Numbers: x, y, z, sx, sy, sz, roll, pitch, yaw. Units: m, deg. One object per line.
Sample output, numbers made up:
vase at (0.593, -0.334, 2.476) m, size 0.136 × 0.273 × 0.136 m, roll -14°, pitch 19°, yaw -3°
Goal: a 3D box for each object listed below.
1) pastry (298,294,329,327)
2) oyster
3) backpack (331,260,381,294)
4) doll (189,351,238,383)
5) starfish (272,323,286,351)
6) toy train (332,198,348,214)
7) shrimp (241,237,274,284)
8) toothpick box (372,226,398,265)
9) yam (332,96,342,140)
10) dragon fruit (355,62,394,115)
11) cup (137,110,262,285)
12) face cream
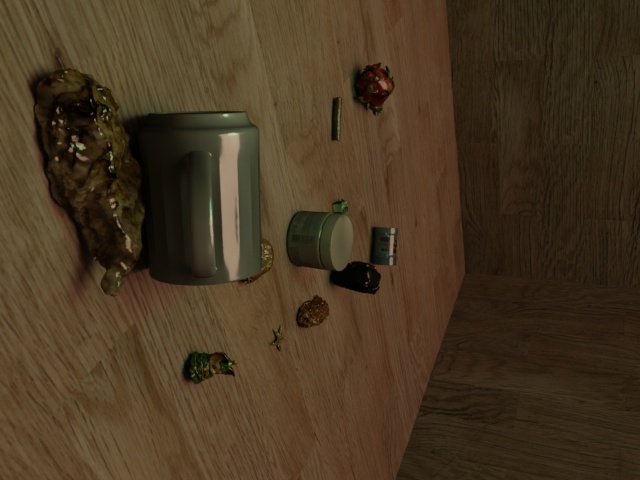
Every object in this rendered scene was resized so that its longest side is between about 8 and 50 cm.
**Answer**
pastry at (-0.014, 0.236, 2.065) m, size 0.169 × 0.063 × 0.087 m, roll -28°, pitch 117°, yaw -61°
oyster at (-0.375, -0.115, 1.152) m, size 0.204 × 0.111 × 0.395 m, roll -46°, pitch 131°, yaw -59°
backpack at (0.121, 0.121, 2.215) m, size 0.120 × 0.165 × 0.105 m, roll 27°, pitch 77°, yaw -60°
doll at (-0.251, 0.286, 1.500) m, size 0.076 × 0.113 × 0.078 m, roll -114°, pitch -173°, yaw -53°
starfish at (-0.123, 0.297, 1.889) m, size 0.092 × 0.016 × 0.086 m, roll -31°, pitch 121°, yaw -68°
toy train at (0.072, -0.117, 2.232) m, size 0.083 × 0.033 × 0.053 m, roll -46°, pitch 131°, yaw -56°
shrimp at (-0.172, 0.058, 1.707) m, size 0.180 × 0.041 × 0.099 m, roll -49°, pitch 136°, yaw -52°
toothpick box at (0.264, 0.023, 2.601) m, size 0.101 × 0.101 × 0.153 m, roll -2°, pitch 96°, yaw -66°
yam at (0.057, -0.408, 2.148) m, size 0.032 × 0.032 × 0.145 m, roll -10°, pitch 102°, yaw -65°
dragon fruit at (0.199, -0.539, 2.336) m, size 0.235 × 0.135 × 0.137 m, roll 94°, pitch 11°, yaw -48°
cup at (-0.234, -0.085, 1.251) m, size 0.323 × 0.237 × 0.326 m, roll -122°, pitch -149°, yaw -74°
face cream at (0.000, 0.000, 1.948) m, size 0.177 × 0.153 × 0.177 m, roll -21°, pitch 114°, yaw -62°
